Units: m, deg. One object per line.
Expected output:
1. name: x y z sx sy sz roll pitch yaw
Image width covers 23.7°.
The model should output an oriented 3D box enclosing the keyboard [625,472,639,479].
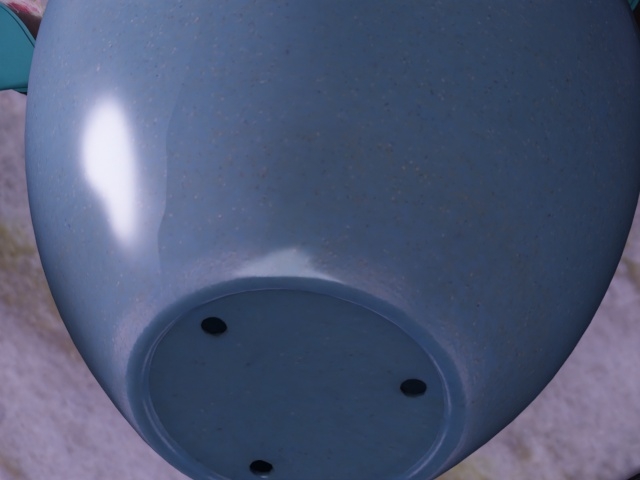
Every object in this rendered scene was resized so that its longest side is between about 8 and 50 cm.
1. keyboard: 0.218 0.154 0.791 0.180 0.023 0.108 -32 87 18

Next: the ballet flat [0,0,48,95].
1. ballet flat: -0.128 -0.123 0.778 0.241 0.077 0.091 0 138 24

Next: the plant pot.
1. plant pot: 0.000 0.000 0.656 0.290 0.195 0.290 4 131 4

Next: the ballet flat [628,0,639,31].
1. ballet flat: 0.149 -0.093 0.738 0.213 0.072 0.068 31 135 6
